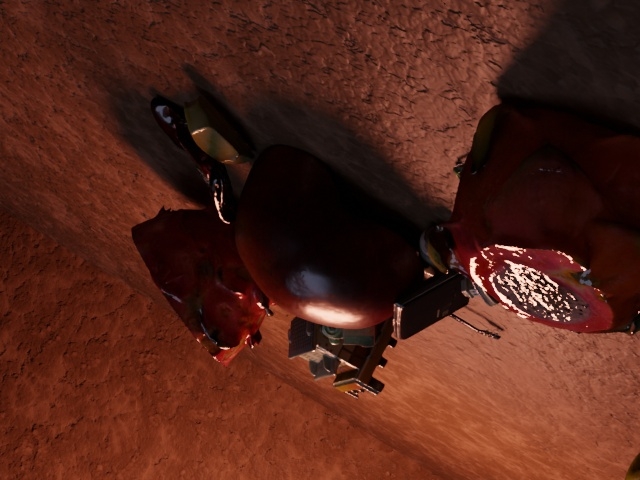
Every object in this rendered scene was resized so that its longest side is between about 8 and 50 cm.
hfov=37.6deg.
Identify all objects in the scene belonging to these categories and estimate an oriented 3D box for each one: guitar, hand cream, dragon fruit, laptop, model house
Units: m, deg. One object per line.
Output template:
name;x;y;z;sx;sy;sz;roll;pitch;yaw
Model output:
guitar;0.236;0.125;1.776;0.233;0.025;0.088;29;163;7
hand cream;0.192;0.030;1.565;0.080;0.050;0.234;27;167;14
dragon fruit;0.272;-0.001;1.076;0.291;0.189;0.290;30;163;10
laptop;0.193;0.107;1.610;0.026;0.154;0.207;57;172;22
model house;0.052;0.214;2.051;0.215;0.198;0.224;29;164;-7
dragon fruit;-0.224;0.067;2.025;0.371;0.249;0.386;57;180;12

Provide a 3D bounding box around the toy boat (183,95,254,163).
toy boat;-0.170;-0.178;1.589;0.065;0.066;0.172;-18;138;24

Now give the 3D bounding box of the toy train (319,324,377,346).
toy train;0.058;0.124;1.886;0.118;0.176;0.074;2;-164;2

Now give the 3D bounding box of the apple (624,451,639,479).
apple;0.666;0.454;1.671;0.226;0.246;0.246;48;167;15

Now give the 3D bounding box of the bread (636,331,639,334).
bread;0.413;0.070;1.215;0.225;0.081;0.134;14;160;42

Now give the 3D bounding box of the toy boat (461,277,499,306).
toy boat;0.257;0.069;1.510;0.066;0.059;0.140;-9;150;28

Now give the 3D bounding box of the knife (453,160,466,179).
knife;0.250;-0.053;1.264;0.166;0.022;0.078;37;168;-11

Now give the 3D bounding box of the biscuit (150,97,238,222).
biscuit;-0.215;-0.146;1.687;0.235;0.063;0.151;56;178;29

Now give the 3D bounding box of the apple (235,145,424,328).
apple;0.000;0.000;1.665;0.295;0.328;0.365;-9;178;-17
